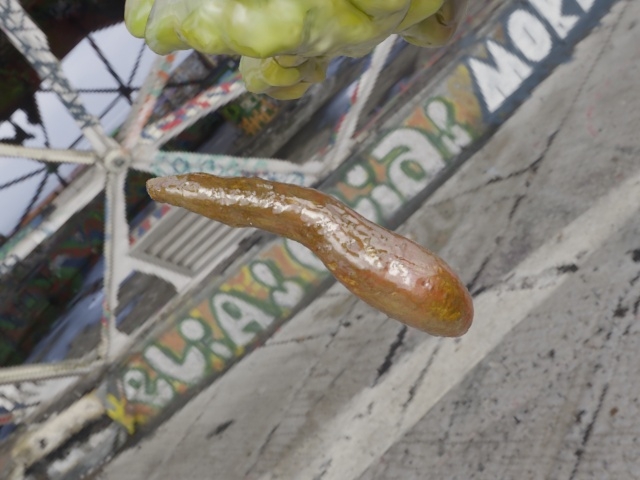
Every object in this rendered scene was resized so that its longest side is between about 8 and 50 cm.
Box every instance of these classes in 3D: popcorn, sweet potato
[{"bbox_3d":[-0.016,-0.230,0.528,0.312,0.312,0.312,-39,17,14],"label":"popcorn"},{"bbox_3d":[0.000,0.000,0.505,0.050,0.214,0.050,-62,5,10],"label":"sweet potato"}]
